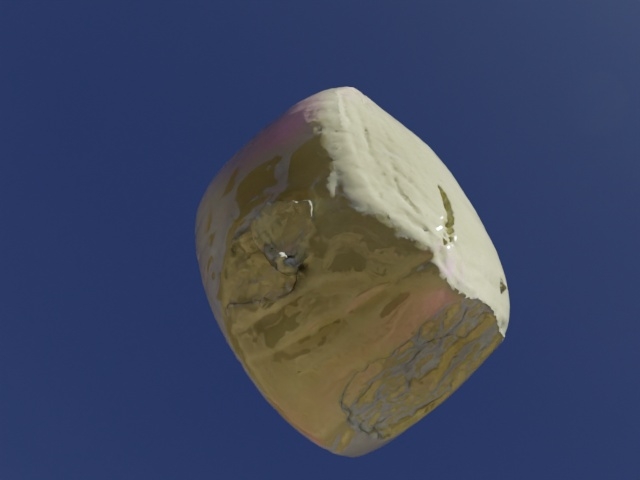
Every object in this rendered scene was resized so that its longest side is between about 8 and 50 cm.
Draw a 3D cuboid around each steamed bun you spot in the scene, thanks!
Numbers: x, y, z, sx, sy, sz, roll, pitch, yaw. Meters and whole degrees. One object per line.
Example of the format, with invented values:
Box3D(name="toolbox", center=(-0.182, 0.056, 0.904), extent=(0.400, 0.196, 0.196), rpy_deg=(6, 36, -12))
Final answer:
Box3D(name="steamed bun", center=(0.000, 0.000, 0.464), extent=(0.170, 0.238, 0.153), rpy_deg=(-42, -45, 18))
